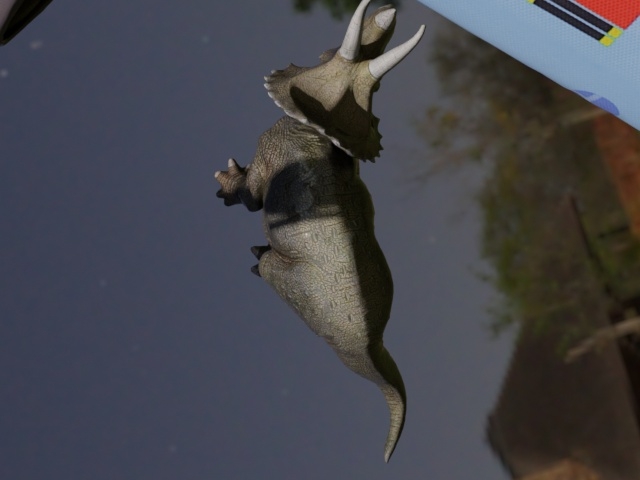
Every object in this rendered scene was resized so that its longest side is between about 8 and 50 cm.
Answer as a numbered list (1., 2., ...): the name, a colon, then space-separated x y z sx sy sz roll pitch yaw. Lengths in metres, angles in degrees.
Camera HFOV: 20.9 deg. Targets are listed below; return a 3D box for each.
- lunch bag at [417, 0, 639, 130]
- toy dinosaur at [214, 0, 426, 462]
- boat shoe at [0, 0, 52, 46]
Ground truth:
1. lunch bag: 0.144 -0.146 0.390 0.221 0.293 0.138 28 -122 -11
2. toy dinosaur: 0.000 0.000 1.164 0.160 0.121 0.313 -177 84 -80
3. boat shoe: -0.090 -0.192 0.870 0.092 0.285 0.103 49 151 1
